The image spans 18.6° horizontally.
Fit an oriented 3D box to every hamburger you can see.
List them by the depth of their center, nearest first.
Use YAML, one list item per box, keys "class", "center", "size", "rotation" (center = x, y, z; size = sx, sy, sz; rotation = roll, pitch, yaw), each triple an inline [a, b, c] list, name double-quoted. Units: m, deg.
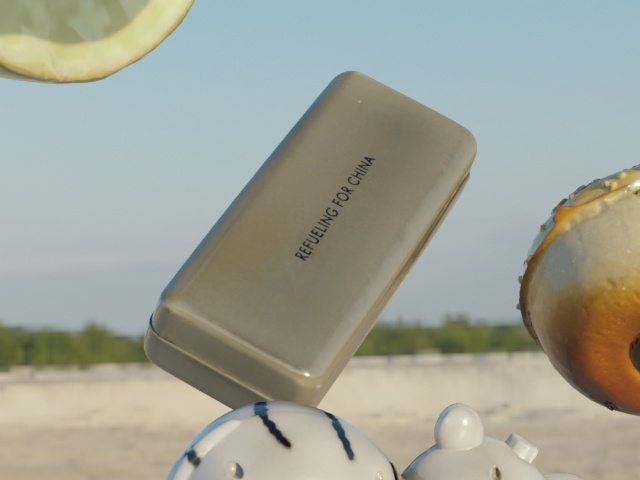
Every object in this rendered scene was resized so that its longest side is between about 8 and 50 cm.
- class: "hamburger"
  center: [0.260, 0.037, 1.462]
  size: [0.237, 0.147, 0.237]
  rotation: [2, -40, 1]

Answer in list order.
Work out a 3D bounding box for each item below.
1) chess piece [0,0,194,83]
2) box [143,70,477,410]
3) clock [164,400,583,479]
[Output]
- class: "chess piece"
  center: [-0.282, -0.205, 1.040]
  size: [0.442, 0.234, 0.234]
  rotation: [8, 3, 36]
- class: "box"
  center: [0.000, 0.000, 1.108]
  size: [0.103, 0.055, 0.244]
  rotation: [28, 44, 8]
- class: "clock"
  center: [0.022, 0.114, 0.820]
  size: [0.176, 0.117, 0.080]
  rotation: [28, 5, -24]
